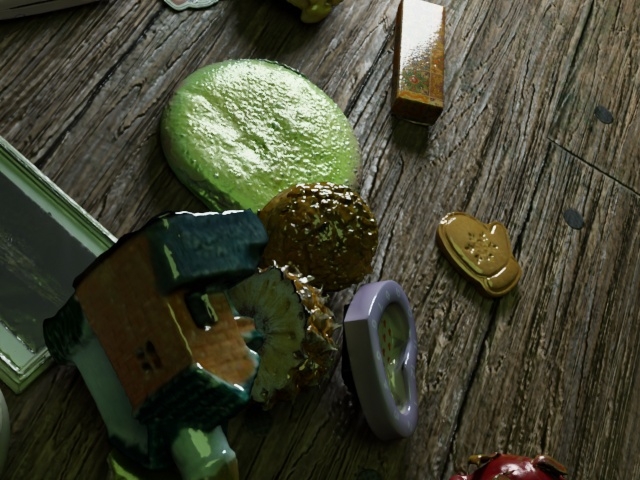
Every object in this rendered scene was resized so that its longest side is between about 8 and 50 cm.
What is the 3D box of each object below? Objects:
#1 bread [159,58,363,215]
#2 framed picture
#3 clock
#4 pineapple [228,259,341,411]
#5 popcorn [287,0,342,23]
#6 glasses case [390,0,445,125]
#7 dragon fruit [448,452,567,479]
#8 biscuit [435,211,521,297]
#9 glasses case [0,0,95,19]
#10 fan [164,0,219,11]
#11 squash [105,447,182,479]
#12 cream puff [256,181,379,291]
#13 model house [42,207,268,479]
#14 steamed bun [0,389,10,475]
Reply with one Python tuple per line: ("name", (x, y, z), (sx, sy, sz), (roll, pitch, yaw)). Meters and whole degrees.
("bread", (-0.068, -0.135, 1.356), (0.302, 0.045, 0.301), (13, 56, -20))
("framed picture", (-0.373, 0.006, 1.148), (0.293, 0.018, 0.231), (40, 53, 3))
("clock", (0.063, 0.136, 1.199), (0.172, 0.064, 0.198), (49, 36, -50))
("pineapple", (-0.041, 0.118, 1.167), (0.137, 0.162, 0.175), (25, 61, -53))
("popcorn", (-0.009, -0.426, 1.504), (0.194, 0.140, 0.163), (-20, 65, -30))
("glasses case", (0.151, -0.281, 1.539), (0.075, 0.049, 0.218), (12, 56, -10))
("dragon fruit", (0.231, 0.313, 1.172), (0.166, 0.136, 0.133), (13, 19, 14))
("biscuit", (0.231, 0.011, 1.414), (0.140, 0.023, 0.118), (42, 54, 5))
("glasses case", (-0.376, -0.369, 1.339), (0.297, 0.075, 0.113), (-22, 73, -32))
("fan", (-0.226, -0.432, 1.487), (0.132, 0.009, 0.220), (-25, 74, -34))
("squash", (-0.117, 0.294, 1.054), (0.250, 0.083, 0.083), (23, 54, -6))
("cream puff", (0.000, 0.000, 1.240), (0.165, 0.115, 0.150), (-43, 109, -17))
("model house", (-0.134, 0.143, 1.028), (0.185, 0.253, 0.291), (-4, 65, -50))
("steamed bun", (-0.418, 0.194, 0.933), (0.232, 0.145, 0.231), (20, 41, -19))
